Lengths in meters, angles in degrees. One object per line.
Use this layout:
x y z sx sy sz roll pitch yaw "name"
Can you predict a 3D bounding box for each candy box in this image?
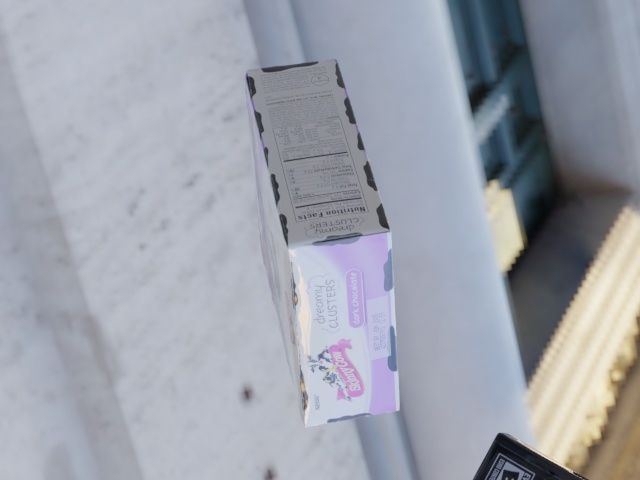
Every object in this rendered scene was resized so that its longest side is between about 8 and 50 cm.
0.000 0.000 1.301 0.070 0.165 0.196 -9 -139 -6 "candy box"

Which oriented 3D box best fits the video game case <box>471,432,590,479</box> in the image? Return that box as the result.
0.179 0.326 1.446 0.248 0.275 0.035 29 -177 23 "video game case"
